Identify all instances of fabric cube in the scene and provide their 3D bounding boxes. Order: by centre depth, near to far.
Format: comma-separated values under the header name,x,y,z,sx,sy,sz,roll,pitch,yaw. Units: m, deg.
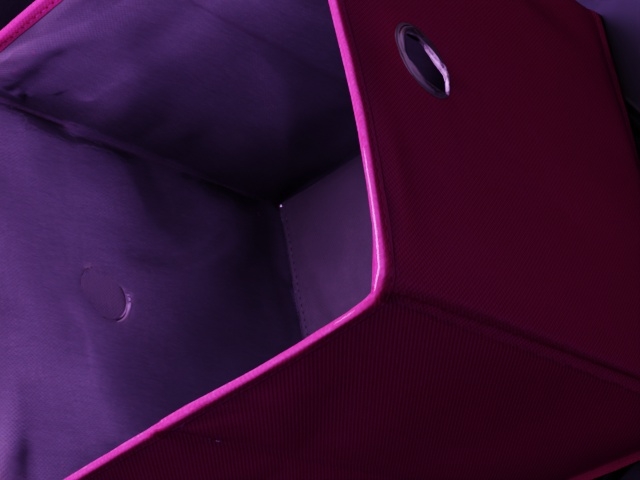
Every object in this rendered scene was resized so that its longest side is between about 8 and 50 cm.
name,x,y,z,sx,sy,sz,roll,pitch,yaw
fabric cube,0.000,0.000,0.704,0.259,0.258,0.254,-32,54,33
